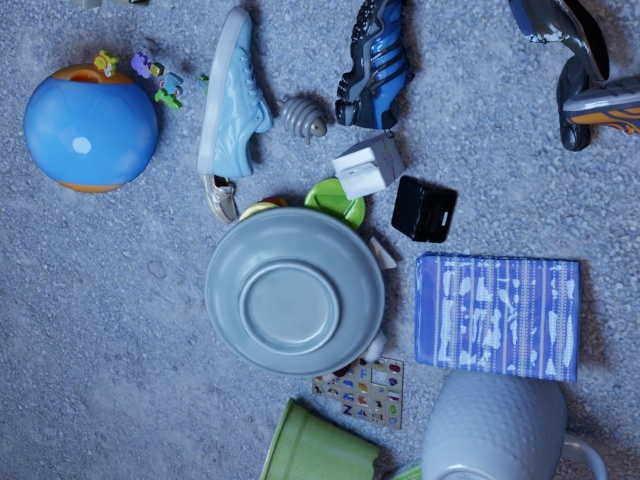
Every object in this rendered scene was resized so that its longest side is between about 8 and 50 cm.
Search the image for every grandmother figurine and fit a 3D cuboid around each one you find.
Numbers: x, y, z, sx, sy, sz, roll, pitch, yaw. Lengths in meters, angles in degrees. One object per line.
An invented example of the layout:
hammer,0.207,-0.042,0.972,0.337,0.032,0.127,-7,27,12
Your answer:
grandmother figurine,-0.001,0.251,1.710,0.342,0.104,0.208,-9,123,28

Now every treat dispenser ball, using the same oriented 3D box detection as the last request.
treat dispenser ball,-0.511,-0.250,1.626,0.288,0.288,0.288,11,117,22

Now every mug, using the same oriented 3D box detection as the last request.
mug,0.389,0.439,1.471,0.374,0.328,0.276,15,119,20

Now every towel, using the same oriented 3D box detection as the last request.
towel,0.353,0.151,1.482,0.336,0.040,0.243,2,91,26

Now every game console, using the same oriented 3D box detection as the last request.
game console,0.215,-0.065,1.517,0.107,0.071,0.122,4,119,-8

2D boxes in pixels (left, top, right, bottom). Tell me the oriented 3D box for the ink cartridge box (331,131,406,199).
ink cartridge box,0.096,-0.148,1.458,0.092,0.143,0.090,-17,104,32

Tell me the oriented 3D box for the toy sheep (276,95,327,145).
toy sheep,-0.041,-0.256,1.514,0.132,0.091,0.091,31,123,17

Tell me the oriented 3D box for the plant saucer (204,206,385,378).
plant saucer,-0.061,0.131,1.547,0.400,0.100,0.401,1,107,5

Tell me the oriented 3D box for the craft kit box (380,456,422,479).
craft kit box,0.306,0.640,1.771,0.250,0.061,0.247,-37,96,34

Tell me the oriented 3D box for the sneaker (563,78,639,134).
sneaker,0.575,-0.177,1.207,0.321,0.124,0.180,-2,112,20

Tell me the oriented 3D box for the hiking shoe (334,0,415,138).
hiking shoe,0.123,-0.358,1.392,0.132,0.113,0.304,12,115,-13

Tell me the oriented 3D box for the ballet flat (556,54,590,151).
ballet flat,0.458,-0.246,1.303,0.057,0.049,0.173,18,118,50

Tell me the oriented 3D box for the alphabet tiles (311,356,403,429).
alphabet tiles,0.087,0.355,1.775,0.237,0.009,0.198,10,117,23

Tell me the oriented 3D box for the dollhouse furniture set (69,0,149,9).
dollhouse furniture set,-0.434,-0.583,1.511,0.101,0.161,0.182,19,121,17

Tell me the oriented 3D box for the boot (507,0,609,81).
boot,0.414,-0.359,1.254,0.106,0.082,0.219,-24,92,44

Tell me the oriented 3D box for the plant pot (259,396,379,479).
plant pot,0.001,0.558,1.780,0.253,0.276,0.276,18,120,6

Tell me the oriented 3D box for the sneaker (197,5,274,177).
sneaker,-0.165,-0.305,1.547,0.150,0.135,0.366,10,117,-7

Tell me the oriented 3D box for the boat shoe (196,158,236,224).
boat shoe,-0.232,-0.119,1.683,0.059,0.063,0.170,-13,106,36

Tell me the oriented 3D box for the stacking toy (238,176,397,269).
stacking toy,0.000,0.000,1.624,0.279,0.130,0.309,-29,103,11

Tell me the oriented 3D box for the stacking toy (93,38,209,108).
stacking toy,-0.353,-0.355,1.572,0.221,0.167,0.052,34,123,8
